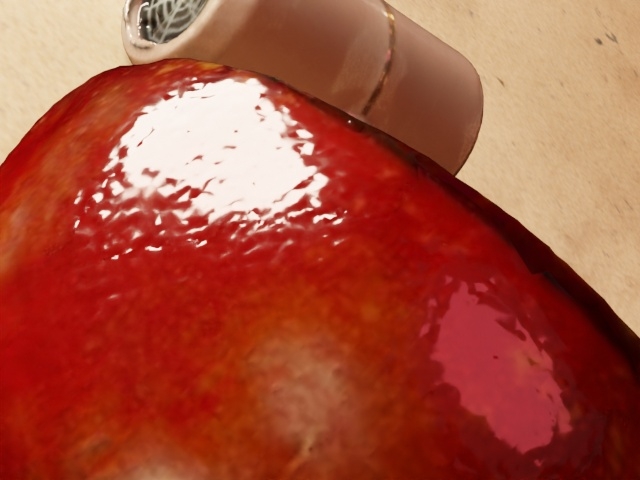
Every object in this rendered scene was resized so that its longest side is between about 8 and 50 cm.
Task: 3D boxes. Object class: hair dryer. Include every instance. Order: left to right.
[{"bbox_3d":[0.000,0.000,0.916,0.189,0.107,0.344,29,41,-37],"label":"hair dryer"}]

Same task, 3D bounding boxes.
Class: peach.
[{"bbox_3d":[-0.028,0.067,0.629,0.274,0.248,0.245,46,43,19],"label":"peach"}]
